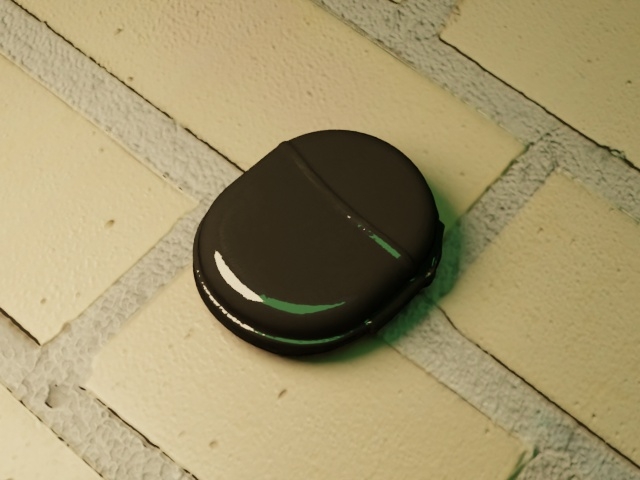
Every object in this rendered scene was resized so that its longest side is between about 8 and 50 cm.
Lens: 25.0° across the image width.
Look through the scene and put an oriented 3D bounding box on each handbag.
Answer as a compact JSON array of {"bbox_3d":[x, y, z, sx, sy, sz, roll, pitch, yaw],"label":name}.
[{"bbox_3d":[0.000,-0.001,1.689,0.254,0.093,0.308,40,64,21],"label":"handbag"}]
